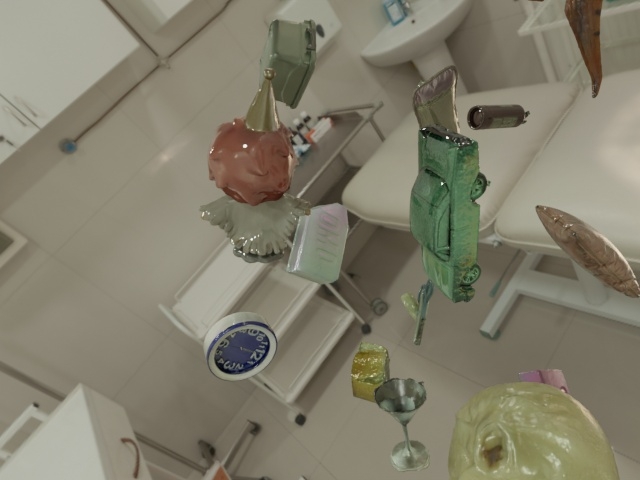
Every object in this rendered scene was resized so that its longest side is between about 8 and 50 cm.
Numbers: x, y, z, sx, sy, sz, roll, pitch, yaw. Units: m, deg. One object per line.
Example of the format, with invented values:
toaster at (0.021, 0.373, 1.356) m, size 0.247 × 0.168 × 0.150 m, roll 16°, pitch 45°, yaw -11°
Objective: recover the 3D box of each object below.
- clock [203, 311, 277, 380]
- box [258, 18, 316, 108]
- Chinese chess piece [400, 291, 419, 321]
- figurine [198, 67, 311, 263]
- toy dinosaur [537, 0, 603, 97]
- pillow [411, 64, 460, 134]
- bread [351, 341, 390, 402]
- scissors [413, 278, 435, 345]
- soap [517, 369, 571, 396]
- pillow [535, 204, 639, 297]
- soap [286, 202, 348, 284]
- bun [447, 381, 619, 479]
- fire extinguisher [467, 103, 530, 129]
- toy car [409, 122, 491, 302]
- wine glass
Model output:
clock at (-0.260, 0.344, 1.385) m, size 0.230 × 0.230 × 0.083 m, roll -43°, pitch 38°, yaw -3°
box at (-0.075, -0.374, 0.898) m, size 0.172 × 0.093 × 0.123 m, roll 137°, pitch 135°, yaw -65°
Chinese chess piece at (0.418, 0.297, 1.903) m, size 0.059 × 0.144 × 0.144 m, roll -33°, pitch 33°, yaw 8°
figurine at (-0.119, -0.118, 0.764) m, size 0.207 × 0.386 × 0.166 m, roll 0°, pitch 42°, yaw -3°
toy dinosaur at (0.531, -0.537, 0.892) m, size 0.208 × 0.431 × 0.097 m, roll 14°, pitch 31°, yaw 22°
pillow at (0.281, -0.295, 1.019) m, size 0.131 × 0.232 × 0.038 m, roll -36°, pitch 49°, yaw -8°
bread at (0.186, 0.475, 1.503) m, size 0.124 × 0.257 × 0.185 m, roll 7°, pitch 61°, yaw 16°
scissors at (0.421, 0.295, 1.759) m, size 0.138 × 0.041 × 0.288 m, roll 120°, pitch 168°, yaw -61°
soap at (0.723, 0.530, 1.313) m, size 0.081 × 0.181 × 0.259 m, roll -33°, pitch 54°, yaw 40°
pillow at (0.626, 0.014, 0.999) m, size 0.084 × 0.236 × 0.223 m, roll -49°, pitch 12°, yaw 23°
soap at (0.000, 0.000, 1.809) m, size 0.115 × 0.208 × 0.346 m, roll -15°, pitch 57°, yaw 53°
bun at (0.428, 0.476, 0.939) m, size 0.364 × 0.202 × 0.364 m, roll -43°, pitch 29°, yaw 31°
fire extinguisher at (0.547, -0.373, 1.297) m, size 0.231 × 0.071 × 0.099 m, roll -10°, pitch -4°, yaw -25°
toy car at (0.223, -0.042, 0.779) m, size 0.097 × 0.320 × 0.141 m, roll -15°, pitch 30°, yaw -10°
wine glass at (0.192, 0.416, 0.953) m, size 0.122 × 0.182 × 0.122 m, roll -12°, pitch 17°, yaw 4°
